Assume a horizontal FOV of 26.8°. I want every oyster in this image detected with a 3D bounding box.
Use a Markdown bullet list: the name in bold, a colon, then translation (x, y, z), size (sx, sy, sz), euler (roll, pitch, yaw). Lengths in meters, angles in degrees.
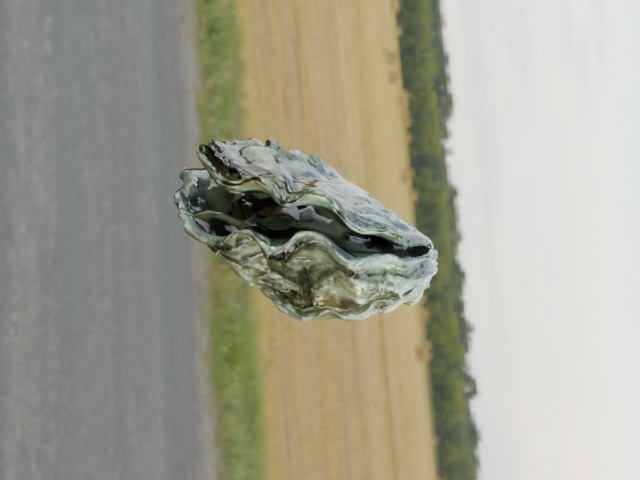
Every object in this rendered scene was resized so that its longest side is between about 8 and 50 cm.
- **oyster**: translation (0.000, 0.000, 1.129), size (0.112, 0.268, 0.198), euler (-60, -159, 14)
